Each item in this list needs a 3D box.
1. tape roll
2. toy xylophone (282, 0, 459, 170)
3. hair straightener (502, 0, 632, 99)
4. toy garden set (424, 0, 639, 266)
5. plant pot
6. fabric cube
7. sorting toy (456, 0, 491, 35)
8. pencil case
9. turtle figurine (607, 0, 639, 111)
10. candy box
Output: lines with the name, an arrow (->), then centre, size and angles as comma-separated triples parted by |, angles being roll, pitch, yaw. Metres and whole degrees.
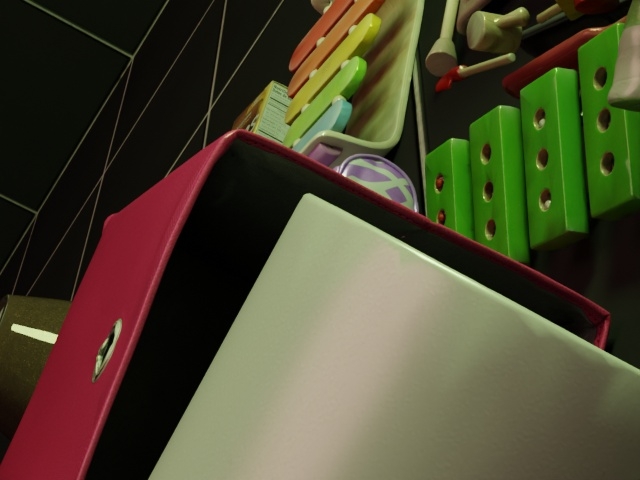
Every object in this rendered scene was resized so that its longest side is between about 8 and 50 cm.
tape roll -> 0.060, 0.110, 0.583 | 0.169, 0.246, 0.246 | -62, 17, 0
toy xylophone -> 0.043, -0.176, 1.373 | 0.236, 0.081, 0.322 | -49, 22, 36
hair straightener -> 0.207, -0.168, 0.944 | 0.230, 0.047, 0.089 | -35, 32, 56
toy garden set -> 0.145, -0.086, 0.933 | 0.244, 0.049, 0.204 | 147, 125, -62
plant pot -> -0.234, 0.151, 1.429 | 0.215, 0.230, 0.215 | -54, 19, 28
fabric cube -> -0.031, 0.119, 0.842 | 0.258, 0.259, 0.254 | -21, 45, 65
sorting toy -> 0.181, -0.303, 1.238 | 0.208, 0.038, 0.193 | -45, 24, 45
pencil case -> 0.000, 0.000, 1.223 | 0.206, 0.088, 0.086 | -40, 30, 50
turtle figurine -> 0.244, -0.202, 0.767 | 0.198, 0.275, 0.266 | -1, 84, 25
candy box -> -0.083, -0.080, 1.645 | 0.109, 0.053, 0.186 | -39, 27, 54
